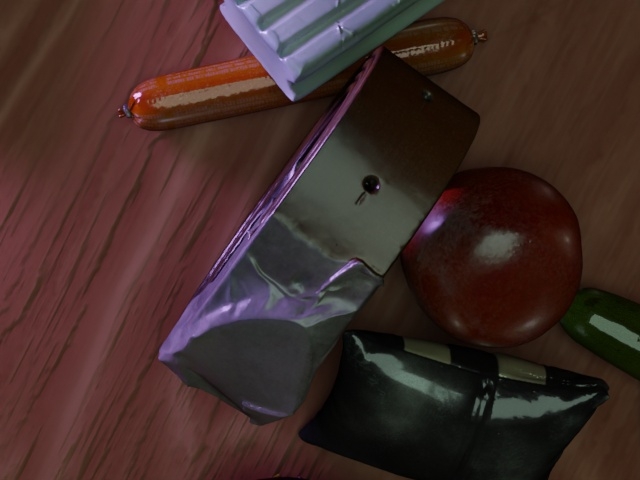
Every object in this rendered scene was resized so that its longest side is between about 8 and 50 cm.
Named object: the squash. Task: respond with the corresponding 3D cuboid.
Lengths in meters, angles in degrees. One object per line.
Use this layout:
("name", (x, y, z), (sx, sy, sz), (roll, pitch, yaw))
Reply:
("squash", (0.338, 0.115, 1.399), (0.252, 0.066, 0.066), (29, 92, -8))

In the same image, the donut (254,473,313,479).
("donut", (-0.044, 0.331, 1.371), (0.216, 0.096, 0.230), (-13, 96, -1))

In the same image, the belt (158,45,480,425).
("belt", (0.000, 0.000, 1.282), (0.122, 0.217, 0.339), (35, 101, -8))

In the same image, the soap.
("soap", (0.021, -0.229, 1.311), (0.198, 0.066, 0.119), (-35, 78, -10))

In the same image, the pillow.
("pillow", (0.117, 0.162, 1.345), (0.249, 0.106, 0.186), (12, 139, -5))

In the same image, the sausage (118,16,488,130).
("sausage", (-0.015, -0.154, 1.350), (0.347, 0.053, 0.053), (-12, 96, -3))

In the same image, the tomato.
("tomato", (0.150, 0.009, 1.326), (0.167, 0.167, 0.167), (0, 95, -5))
